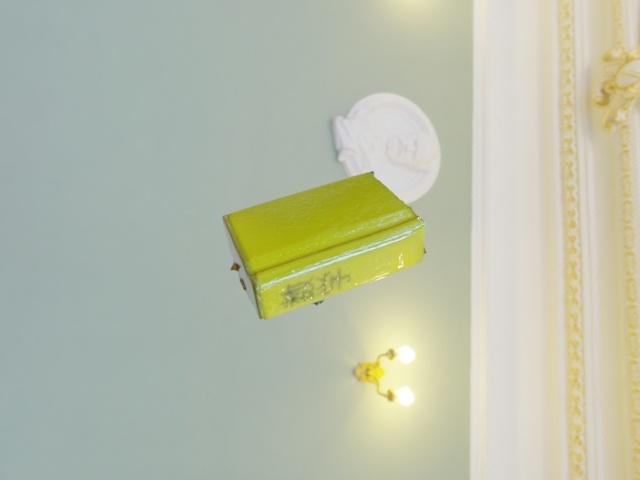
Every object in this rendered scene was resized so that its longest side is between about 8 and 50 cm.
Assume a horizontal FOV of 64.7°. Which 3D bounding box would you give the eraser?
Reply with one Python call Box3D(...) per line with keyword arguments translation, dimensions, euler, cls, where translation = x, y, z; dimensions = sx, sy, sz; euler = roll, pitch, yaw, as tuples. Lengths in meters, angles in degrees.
Box3D(translation=(0.000, 0.000, 0.625), dimensions=(0.158, 0.225, 0.069), euler=(-124, -159, -49), cls="eraser")
